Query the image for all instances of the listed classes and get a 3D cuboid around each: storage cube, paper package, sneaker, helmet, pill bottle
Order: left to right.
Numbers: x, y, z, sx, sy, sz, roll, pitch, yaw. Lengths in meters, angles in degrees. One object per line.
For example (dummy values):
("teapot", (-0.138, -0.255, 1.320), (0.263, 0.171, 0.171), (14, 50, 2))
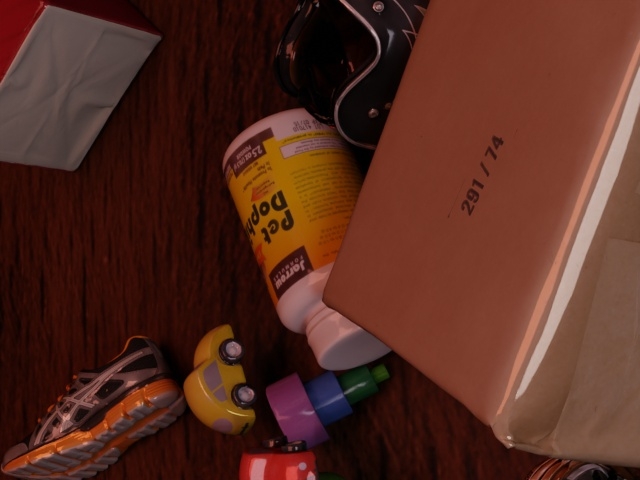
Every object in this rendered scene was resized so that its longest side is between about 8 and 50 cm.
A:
("storage cube", (-0.310, -0.202, 1.704), (0.193, 0.215, 0.183), (45, 108, 27))
("sneaker", (-0.223, 0.169, 1.653), (0.215, 0.084, 0.083), (-30, 61, 20))
("pill bottle", (0.000, 0.000, 1.482), (0.117, 0.117, 0.215), (-36, 62, 27))
("helmet", (0.050, -0.171, 1.440), (0.169, 0.169, 0.161), (33, 112, 37))
("paper package", (0.173, -0.038, 1.267), (0.309, 0.168, 0.324), (33, 106, 60))

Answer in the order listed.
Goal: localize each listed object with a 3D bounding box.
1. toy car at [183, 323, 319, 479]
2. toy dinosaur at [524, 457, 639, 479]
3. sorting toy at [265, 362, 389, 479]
("toy car", (-0.073, 0.218, 1.479), (0.239, 0.053, 0.225), (-127, 36, -51))
("toy dinosaur", (0.205, 0.220, 1.262), (0.218, 0.164, 0.322), (25, 98, 44))
("sorting toy", (0.080, 0.246, 1.409), (0.126, 0.127, 0.365), (-26, 60, -1))
